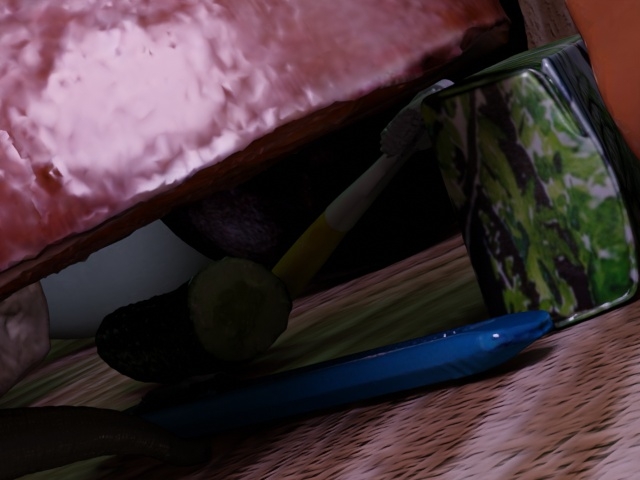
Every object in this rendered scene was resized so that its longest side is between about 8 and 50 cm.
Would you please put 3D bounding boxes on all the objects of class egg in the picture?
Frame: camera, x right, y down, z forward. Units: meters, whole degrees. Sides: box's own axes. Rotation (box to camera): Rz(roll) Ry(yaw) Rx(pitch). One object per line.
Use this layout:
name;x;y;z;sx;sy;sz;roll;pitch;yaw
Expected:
egg;-0.174;-0.027;1.564;0.282;0.203;0.203;-27;3;1

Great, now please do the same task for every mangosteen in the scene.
mangosteen;0.013;-0.091;1.251;0.275;0.275;0.302;-22;-29;18

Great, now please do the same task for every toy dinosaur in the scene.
toy dinosaur;-0.161;0.089;0.684;0.187;0.087;0.179;-19;6;34

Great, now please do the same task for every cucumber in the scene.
cucumber;-0.076;0.048;0.996;0.052;0.058;0.214;-61;15;-19

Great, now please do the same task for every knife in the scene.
knife;-0.014;0.056;0.739;0.044;0.026;0.296;-11;-6;-39

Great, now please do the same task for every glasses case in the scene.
glasses case;0.103;-0.035;0.799;0.062;0.095;0.272;-18;5;14

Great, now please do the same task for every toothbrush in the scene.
toothbrush;0.000;0.000;0.905;0.024;0.021;0.288;-32;-9;-31

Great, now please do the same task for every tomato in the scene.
tomato;-0.103;-0.059;0.675;0.338;0.144;0.338;-24;1;0

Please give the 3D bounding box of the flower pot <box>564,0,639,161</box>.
flower pot;0.170;-0.085;0.545;0.173;0.191;0.190;-30;0;28

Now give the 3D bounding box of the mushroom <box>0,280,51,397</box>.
mushroom;-0.319;0.023;1.281;0.290;0.297;0.297;5;16;24
